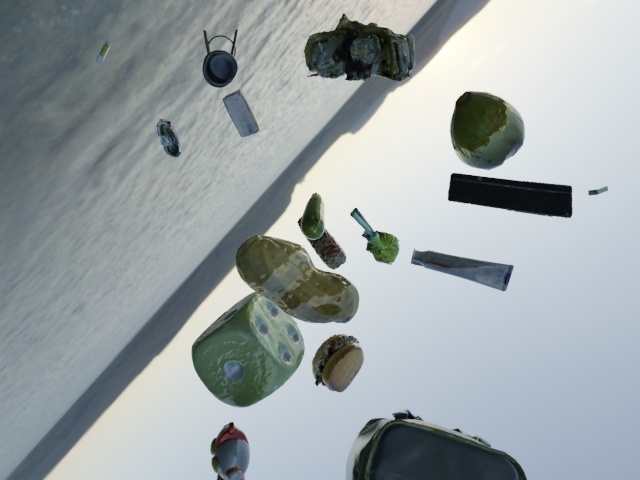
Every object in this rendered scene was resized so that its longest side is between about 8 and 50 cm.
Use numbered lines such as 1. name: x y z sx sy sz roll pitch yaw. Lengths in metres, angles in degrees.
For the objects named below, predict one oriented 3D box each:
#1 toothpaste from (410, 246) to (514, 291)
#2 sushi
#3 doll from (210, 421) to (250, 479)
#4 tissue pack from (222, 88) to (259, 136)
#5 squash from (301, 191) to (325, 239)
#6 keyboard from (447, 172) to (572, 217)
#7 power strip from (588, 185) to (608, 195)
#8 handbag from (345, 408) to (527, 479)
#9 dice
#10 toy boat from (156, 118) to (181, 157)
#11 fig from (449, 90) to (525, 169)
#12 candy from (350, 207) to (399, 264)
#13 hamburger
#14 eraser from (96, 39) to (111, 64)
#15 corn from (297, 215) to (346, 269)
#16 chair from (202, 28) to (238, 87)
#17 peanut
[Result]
1. toothpaste: 0.469 0.089 1.501 0.066 0.323 0.100 -45 146 -63
2. sushi: 0.082 -0.453 1.065 0.290 0.139 0.131 21 -131 35
3. doll: -0.252 0.631 1.236 0.200 0.105 0.337 -118 -148 -59
4. tissue pack: -0.209 -0.339 1.186 0.060 0.109 0.148 -25 -157 0
5. squash: -0.017 -0.074 1.254 0.066 0.066 0.201 -43 -156 30
6. keyboard: 0.369 -0.088 0.879 0.023 0.231 0.072 75 27 -63
7. power strip: 0.759 -0.137 1.225 0.083 0.017 0.027 -17 -173 -36
8. handbag: 0.173 0.407 0.737 0.241 0.262 0.222 95 14 -69
9. dice: -0.218 0.326 1.357 0.254 0.252 0.250 -34 -173 18
10. toy boat: -0.286 -0.191 0.835 0.038 0.038 0.083 -54 151 -35
11. fig: 0.535 -0.371 1.475 0.239 0.271 0.239 -35 -162 13
12. candy: 0.110 -0.012 0.955 0.073 0.077 0.262 -62 151 -6
13. hamburger: 0.055 0.388 1.459 0.181 0.118 0.191 -30 137 -37
14. eraser: -0.731 -0.635 1.509 0.038 0.019 0.083 -36 -141 45
15. corn: 0.000 0.000 1.807 0.098 0.290 0.098 -24 141 -21
16. chair: -0.274 -0.521 1.252 0.095 0.104 0.222 -25 -135 19
17. peanut: -0.051 0.093 1.014 0.147 0.305 0.147 -53 -175 7
